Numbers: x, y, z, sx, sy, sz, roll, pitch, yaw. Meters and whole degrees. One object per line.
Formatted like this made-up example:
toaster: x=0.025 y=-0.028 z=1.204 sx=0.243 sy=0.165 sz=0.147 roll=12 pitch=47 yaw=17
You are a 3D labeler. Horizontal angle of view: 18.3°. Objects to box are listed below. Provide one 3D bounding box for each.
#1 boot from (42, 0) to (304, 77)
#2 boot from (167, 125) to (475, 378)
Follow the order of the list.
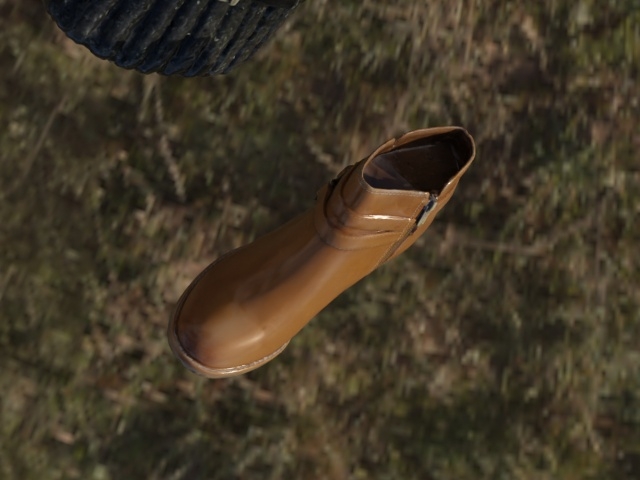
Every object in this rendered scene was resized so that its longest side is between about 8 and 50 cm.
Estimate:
boot: x=-0.100 y=-0.227 z=1.154 sx=0.348 sy=0.131 sz=0.260 roll=25 pitch=139 yaw=-36
boot: x=0.000 y=0.000 z=1.219 sx=0.073 sy=0.197 sz=0.152 roll=51 pitch=149 yaw=4
